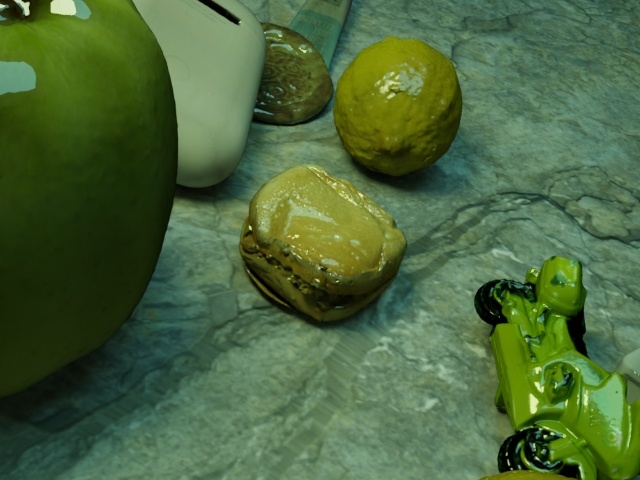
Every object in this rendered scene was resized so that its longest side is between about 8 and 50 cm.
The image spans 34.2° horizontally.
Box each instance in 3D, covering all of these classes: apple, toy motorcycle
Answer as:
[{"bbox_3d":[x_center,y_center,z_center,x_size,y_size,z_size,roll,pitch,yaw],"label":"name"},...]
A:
[{"bbox_3d":[-0.355,-0.084,1.028,0.474,0.473,0.473,12,39,-10],"label":"apple"},{"bbox_3d":[0.295,0.164,1.224,0.206,0.142,0.342,12,41,-12],"label":"toy motorcycle"}]

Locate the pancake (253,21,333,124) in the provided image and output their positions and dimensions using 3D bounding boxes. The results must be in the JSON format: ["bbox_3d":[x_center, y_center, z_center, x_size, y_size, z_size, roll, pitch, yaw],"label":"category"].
[{"bbox_3d":[-0.096,-0.269,1.654,0.250,0.031,0.250,9,45,-10],"label":"pancake"}]

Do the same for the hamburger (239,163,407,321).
[{"bbox_3d":[0.001,-0.001,1.320,0.214,0.108,0.213,11,39,-9],"label":"hamburger"}]

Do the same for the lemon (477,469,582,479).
[{"bbox_3d":[0.205,0.335,0.886,0.310,0.258,0.258,21,38,11],"label":"lemon"}]

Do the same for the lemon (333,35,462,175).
[{"bbox_3d":[0.114,-0.199,1.541,0.192,0.192,0.231,15,45,-5],"label":"lemon"}]

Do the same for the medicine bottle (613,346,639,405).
[{"bbox_3d":[0.461,0.180,1.333,0.183,0.069,0.119,-19,51,-37],"label":"medicine bottle"}]

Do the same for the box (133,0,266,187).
[{"bbox_3d":[-0.217,-0.248,1.436,0.289,0.141,0.349,29,43,-21],"label":"box"}]

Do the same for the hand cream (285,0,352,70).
[{"bbox_3d":[-0.005,-0.379,1.809,0.111,0.070,0.312,19,43,1],"label":"hand cream"}]
